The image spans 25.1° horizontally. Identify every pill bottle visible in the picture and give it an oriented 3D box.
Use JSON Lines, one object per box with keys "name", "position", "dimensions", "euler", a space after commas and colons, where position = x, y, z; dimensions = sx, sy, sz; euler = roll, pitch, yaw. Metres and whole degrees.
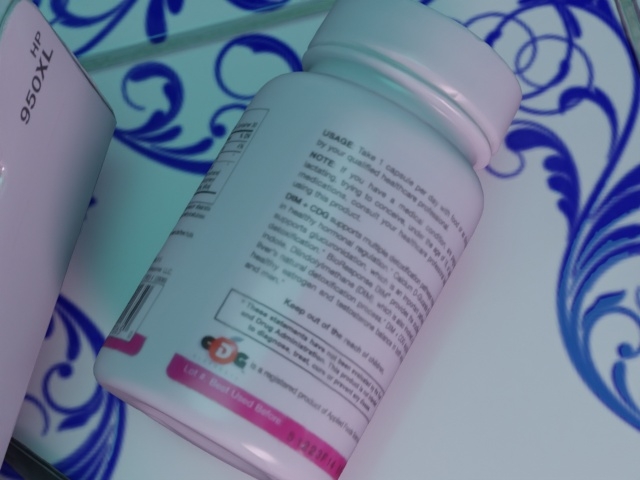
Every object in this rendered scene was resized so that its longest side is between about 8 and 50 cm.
{"name": "pill bottle", "position": [0.000, 0.000, 0.874], "dimensions": [0.160, 0.160, 0.283], "euler": [27, 78, 12]}

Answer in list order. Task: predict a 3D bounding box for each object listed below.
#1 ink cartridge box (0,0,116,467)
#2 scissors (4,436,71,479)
{"name": "ink cartridge box", "position": [-0.359, -0.011, 0.865], "dimensions": [0.395, 0.166, 0.285], "euler": [8, 69, 19]}
{"name": "scissors", "position": [-0.106, 0.194, 0.900], "dimensions": [0.109, 0.021, 0.297], "euler": [-37, 72, -4]}
